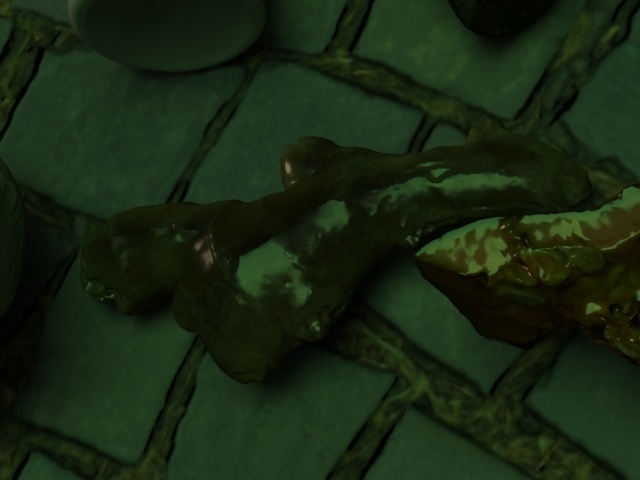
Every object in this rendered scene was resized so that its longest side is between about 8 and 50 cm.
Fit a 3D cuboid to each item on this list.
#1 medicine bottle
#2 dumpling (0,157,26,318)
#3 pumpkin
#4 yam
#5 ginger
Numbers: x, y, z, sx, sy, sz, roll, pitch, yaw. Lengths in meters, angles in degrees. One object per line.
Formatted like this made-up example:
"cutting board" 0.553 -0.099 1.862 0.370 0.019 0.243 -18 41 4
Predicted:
"medicine bottle" -0.107 -0.250 0.933 0.139 0.139 0.237 -10 68 17
"dumpling" -0.272 0.022 0.887 0.258 0.147 0.193 33 118 51
"pumpkin" 0.211 0.053 0.691 0.280 0.139 0.190 -21 63 14
"yam" 0.091 -0.216 0.881 0.078 0.078 0.179 -30 61 7
"ginger" 0.000 0.000 0.830 0.333 0.081 0.148 -20 48 11
